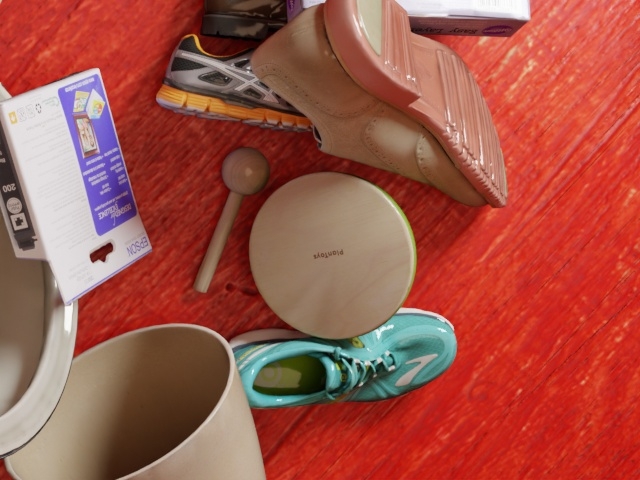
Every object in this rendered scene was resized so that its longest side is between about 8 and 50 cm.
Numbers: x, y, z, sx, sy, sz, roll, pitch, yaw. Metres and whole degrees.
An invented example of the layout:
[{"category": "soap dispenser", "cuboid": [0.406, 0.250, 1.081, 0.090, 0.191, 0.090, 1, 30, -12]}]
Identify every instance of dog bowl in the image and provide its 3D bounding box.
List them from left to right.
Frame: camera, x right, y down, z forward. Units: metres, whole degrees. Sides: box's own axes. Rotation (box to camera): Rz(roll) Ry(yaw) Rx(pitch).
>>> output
[{"category": "dog bowl", "cuboid": [-0.401, 0.019, 1.684, 0.150, 0.408, 0.408, -11, 102, 23]}]

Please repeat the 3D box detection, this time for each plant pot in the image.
[{"category": "plant pot", "cuboid": [-0.157, 0.273, 1.855, 0.256, 0.256, 0.274, -29, 120, -9]}]

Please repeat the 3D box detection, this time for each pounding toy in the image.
[{"category": "pounding toy", "cuboid": [0.000, 0.000, 1.931, 0.237, 0.110, 0.183, 18, 105, 13]}]

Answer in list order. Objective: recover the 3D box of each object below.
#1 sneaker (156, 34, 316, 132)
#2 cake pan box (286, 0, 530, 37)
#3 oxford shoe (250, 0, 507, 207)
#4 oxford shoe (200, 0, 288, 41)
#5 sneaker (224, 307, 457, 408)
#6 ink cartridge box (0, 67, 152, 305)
[{"category": "sneaker", "cuboid": [-0.064, -0.163, 1.891, 0.215, 0.084, 0.083, 10, 86, -17]}, {"category": "cake pan box", "cuboid": [0.092, -0.342, 1.874, 0.267, 0.070, 0.245, -1, 79, -16]}, {"category": "oxford shoe", "cuboid": [0.074, -0.136, 1.862, 0.146, 0.140, 0.397, -20, 144, 24]}, {"category": "oxford shoe", "cuboid": [-0.011, -0.257, 1.891, 0.227, 0.083, 0.096, 3, 92, -16]}, {"category": "sneaker", "cuboid": [0.024, 0.143, 1.937, 0.275, 0.110, 0.107, -10, 100, -14]}, {"category": "ink cartridge box", "cuboid": [-0.258, -0.056, 1.798, 0.045, 0.206, 0.208, -12, 100, 23]}]
